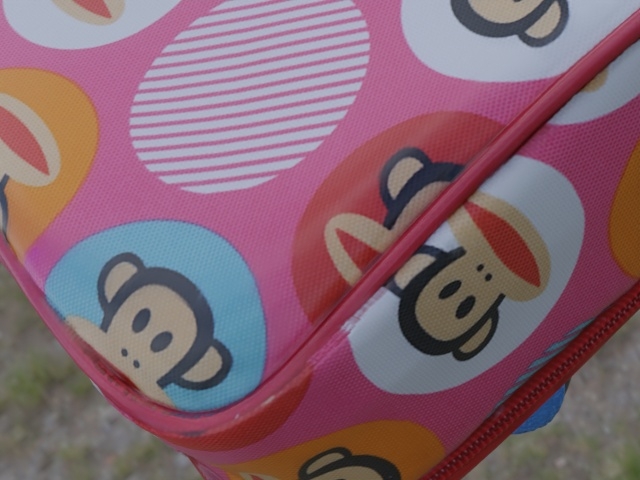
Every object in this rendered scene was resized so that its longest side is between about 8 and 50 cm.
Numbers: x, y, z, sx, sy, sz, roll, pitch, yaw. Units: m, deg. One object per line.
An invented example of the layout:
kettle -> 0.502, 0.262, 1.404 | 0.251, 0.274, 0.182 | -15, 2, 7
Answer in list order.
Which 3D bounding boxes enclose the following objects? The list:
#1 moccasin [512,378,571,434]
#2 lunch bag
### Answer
moccasin -> 0.000, 0.000, 1.121 | 0.117, 0.342, 0.137 | -63, -2, -50
lunch bag -> -0.002, -0.088, 0.535 | 0.258, 0.120, 0.293 | -43, 51, 0
